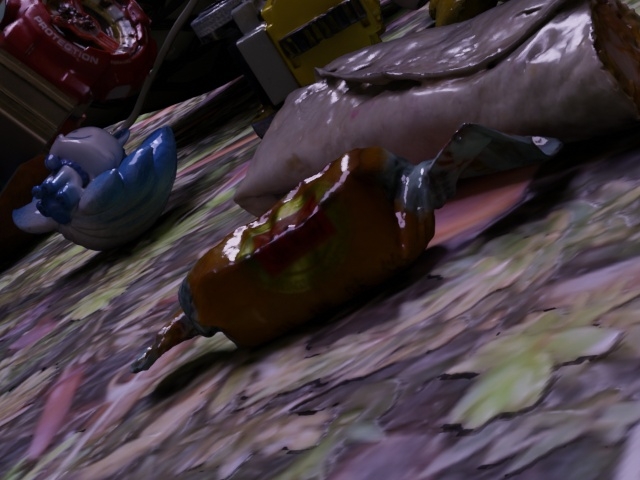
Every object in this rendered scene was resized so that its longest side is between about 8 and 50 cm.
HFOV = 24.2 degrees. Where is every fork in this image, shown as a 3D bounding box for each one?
[{"bbox_3d":[-0.118,-0.113,1.012,0.034,0.028,0.219,-61,-4,-71],"label":"fork"}]

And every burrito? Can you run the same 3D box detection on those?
[{"bbox_3d":[0.046,-0.054,0.608,0.226,0.060,0.087,-16,24,46],"label":"burrito"}]

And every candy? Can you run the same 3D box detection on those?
[{"bbox_3d":[0.000,0.000,0.537,0.182,0.046,0.053,-29,10,16],"label":"candy"}]

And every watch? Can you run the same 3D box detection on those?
[{"bbox_3d":[-0.206,-0.066,1.008,0.268,0.102,0.165,-49,7,47],"label":"watch"}]

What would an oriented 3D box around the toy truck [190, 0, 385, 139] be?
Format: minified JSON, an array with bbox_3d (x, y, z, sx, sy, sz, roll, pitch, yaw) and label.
[{"bbox_3d":[-0.010,-0.145,1.023,0.114,0.098,0.227,-29,13,10],"label":"toy truck"}]

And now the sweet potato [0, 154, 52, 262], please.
[{"bbox_3d":[-0.277,-0.026,1.151,0.112,0.112,0.359,-19,-2,44],"label":"sweet potato"}]

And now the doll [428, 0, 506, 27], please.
[{"bbox_3d":[0.129,-0.190,0.950,0.137,0.097,0.209,118,176,-45],"label":"doll"}]

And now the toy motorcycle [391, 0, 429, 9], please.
[{"bbox_3d":[0.110,-0.232,1.128,0.112,0.112,0.254,-20,15,41],"label":"toy motorcycle"}]

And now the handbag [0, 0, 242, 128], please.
[{"bbox_3d":[-0.098,-0.231,1.284,0.325,0.163,0.327,-27,1,-39],"label":"handbag"}]

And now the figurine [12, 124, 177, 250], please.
[{"bbox_3d":[-0.129,-0.040,0.918,0.114,0.079,0.114,-36,10,7],"label":"figurine"}]
